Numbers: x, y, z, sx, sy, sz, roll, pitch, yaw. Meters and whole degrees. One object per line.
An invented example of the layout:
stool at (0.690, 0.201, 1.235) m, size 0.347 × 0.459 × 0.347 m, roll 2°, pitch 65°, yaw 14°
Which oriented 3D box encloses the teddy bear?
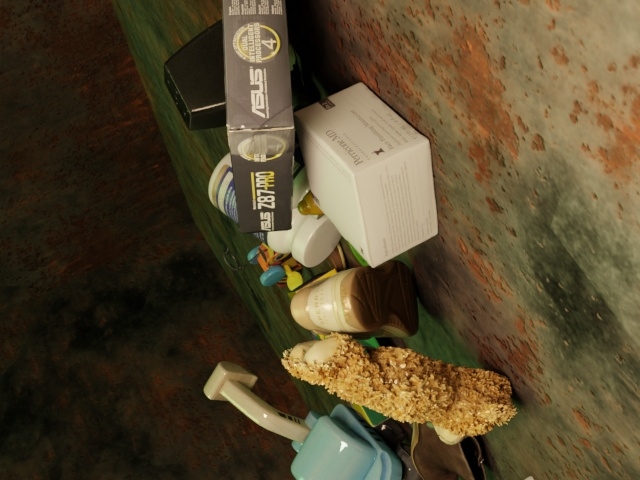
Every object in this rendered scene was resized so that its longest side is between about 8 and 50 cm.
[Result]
teddy bear at (0.106, 0.215, 1.132) m, size 0.245 × 0.338 × 0.113 m, roll -11°, pitch 63°, yaw 58°

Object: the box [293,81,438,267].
box at (0.065, -0.095, 1.128) m, size 0.181 × 0.119 × 0.182 m, roll 50°, pitch 162°, yaw 43°

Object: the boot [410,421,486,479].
boot at (0.246, 0.420, 1.494) m, size 0.207 × 0.090 × 0.248 m, roll -140°, pitch 30°, yaw -65°

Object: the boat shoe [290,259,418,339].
boat shoe at (0.065, 0.094, 1.225) m, size 0.341 × 0.110 × 0.121 m, roll 17°, pitch -116°, yaw -64°

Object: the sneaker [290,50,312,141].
sneaker at (-0.042, -0.250, 1.400) m, size 0.170 × 0.051 × 0.089 m, roll 85°, pitch 166°, yaw -69°

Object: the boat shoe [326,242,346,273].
boat shoe at (0.000, 0.000, 1.692) m, size 0.178 × 0.060 × 0.064 m, roll 65°, pitch 167°, yaw -8°

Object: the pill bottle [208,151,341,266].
pill bottle at (-0.087, -0.068, 1.597) m, size 0.265 × 0.153 × 0.153 m, roll 36°, pitch 156°, yaw 26°

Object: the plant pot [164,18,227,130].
plant pot at (-0.238, -0.341, 1.717) m, size 0.187 × 0.167 × 0.188 m, roll 62°, pitch 166°, yaw 2°

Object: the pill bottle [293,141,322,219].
pill bottle at (-0.057, -0.125, 1.469) m, size 0.187 × 0.112 × 0.112 m, roll 35°, pitch 161°, yaw 8°

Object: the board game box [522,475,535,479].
board game box at (0.370, 0.559, 1.280) m, size 0.303 × 0.097 × 0.224 m, roll 56°, pitch 166°, yaw 25°

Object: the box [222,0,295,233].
box at (-0.093, -0.250, 1.168) m, size 0.318 × 0.097 × 0.395 m, roll 103°, pitch 164°, yaw -67°

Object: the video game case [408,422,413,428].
video game case at (0.208, 0.373, 1.715) m, size 0.119 × 0.015 × 0.166 m, roll 41°, pitch 154°, yaw 57°

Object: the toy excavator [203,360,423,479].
toy excavator at (-0.018, 0.458, 1.832) m, size 0.445 × 0.222 × 0.433 m, roll 30°, pitch -176°, yaw -32°

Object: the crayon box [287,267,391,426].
crayon box at (0.052, 0.223, 1.734) m, size 0.313 × 0.106 × 0.363 m, roll 61°, pitch 173°, yaw 1°

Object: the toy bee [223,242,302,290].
toy bee at (-0.106, 0.047, 2.074) m, size 0.195 × 0.162 × 0.298 m, roll 55°, pitch -169°, yaw 2°

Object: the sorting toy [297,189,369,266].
sorting toy at (0.036, 0.007, 1.428) m, size 0.127 × 0.126 × 0.365 m, roll 51°, pitch 162°, yaw 41°
